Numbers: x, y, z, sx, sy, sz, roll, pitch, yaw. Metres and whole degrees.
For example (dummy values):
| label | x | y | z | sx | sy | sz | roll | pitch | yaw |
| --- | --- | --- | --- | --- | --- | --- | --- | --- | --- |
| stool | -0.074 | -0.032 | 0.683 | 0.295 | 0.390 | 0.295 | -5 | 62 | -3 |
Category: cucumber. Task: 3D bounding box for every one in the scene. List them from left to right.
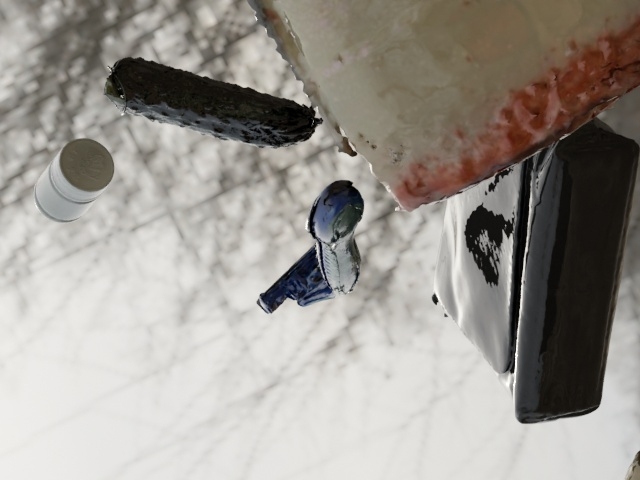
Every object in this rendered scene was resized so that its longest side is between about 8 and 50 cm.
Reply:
| label | x | y | z | sx | sy | sz | roll | pitch | yaw |
| --- | --- | --- | --- | --- | --- | --- | --- | --- | --- |
| cucumber | -0.085 | -0.107 | 1.499 | 0.053 | 0.181 | 0.053 | -169 | 90 | -75 |

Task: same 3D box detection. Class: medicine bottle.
| label | x | y | z | sx | sy | sz | roll | pitch | yaw |
| --- | --- | --- | --- | --- | --- | --- | --- | --- | --- |
| medicine bottle | -0.234 | -0.056 | 1.791 | 0.089 | 0.057 | 0.057 | -40 | 70 | 59 |

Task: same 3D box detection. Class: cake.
| label | x | y | z | sx | sy | sz | roll | pitch | yaw |
| --- | --- | --- | --- | --- | --- | --- | --- | --- | --- |
| cake | 0.088 | -0.143 | 0.795 | 0.158 | 0.159 | 0.262 | 58 | -154 | -9 |

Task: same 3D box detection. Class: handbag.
| label | x | y | z | sx | sy | sz | roll | pitch | yaw |
| --- | --- | --- | --- | --- | --- | --- | --- | --- | --- |
| handbag | 0.154 | -0.013 | 1.389 | 0.223 | 0.080 | 0.247 | -120 | 30 | -58 |

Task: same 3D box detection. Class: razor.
| label | x | y | z | sx | sy | sz | roll | pitch | yaw |
| --- | --- | --- | --- | --- | --- | --- | --- | --- | --- |
| razor | 0.009 | 0.009 | 1.368 | 0.056 | 0.093 | 0.324 | 45 | 170 | 4 |

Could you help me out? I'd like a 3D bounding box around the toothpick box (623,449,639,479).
| label | x | y | z | sx | sy | sz | roll | pitch | yaw |
| --- | --- | --- | --- | --- | --- | --- | --- | --- | --- |
| toothpick box | 0.199 | 0.258 | 1.000 | 0.190 | 0.308 | 0.187 | 26 | -158 | 25 |
